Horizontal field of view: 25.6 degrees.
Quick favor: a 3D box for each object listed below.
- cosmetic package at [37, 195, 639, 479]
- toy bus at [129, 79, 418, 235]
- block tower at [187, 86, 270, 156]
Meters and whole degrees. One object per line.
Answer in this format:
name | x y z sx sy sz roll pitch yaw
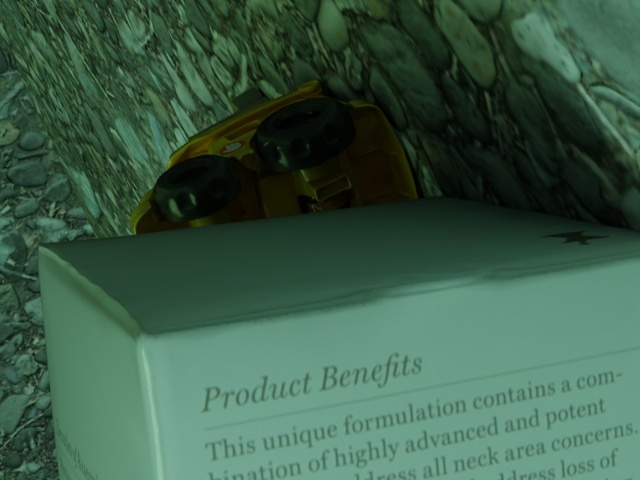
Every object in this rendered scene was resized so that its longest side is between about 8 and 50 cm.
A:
cosmetic package | 0.021 0.192 0.915 0.327 0.329 0.393 -162 66 -68
toy bus | -0.059 -0.040 1.161 0.211 0.220 0.149 45 158 58
block tower | 0.000 0.000 1.271 0.335 0.097 0.091 48 161 37
